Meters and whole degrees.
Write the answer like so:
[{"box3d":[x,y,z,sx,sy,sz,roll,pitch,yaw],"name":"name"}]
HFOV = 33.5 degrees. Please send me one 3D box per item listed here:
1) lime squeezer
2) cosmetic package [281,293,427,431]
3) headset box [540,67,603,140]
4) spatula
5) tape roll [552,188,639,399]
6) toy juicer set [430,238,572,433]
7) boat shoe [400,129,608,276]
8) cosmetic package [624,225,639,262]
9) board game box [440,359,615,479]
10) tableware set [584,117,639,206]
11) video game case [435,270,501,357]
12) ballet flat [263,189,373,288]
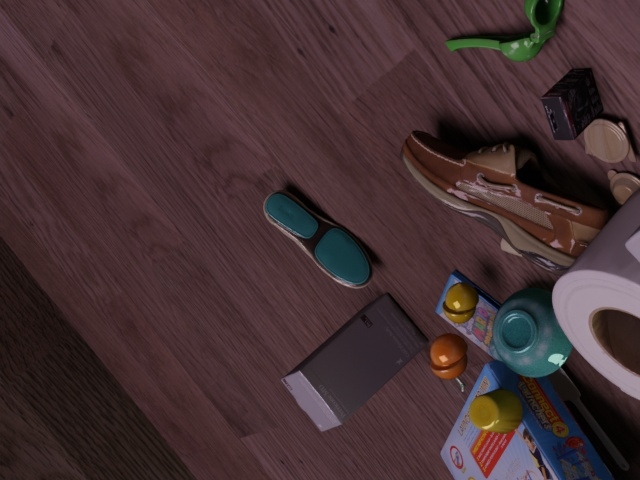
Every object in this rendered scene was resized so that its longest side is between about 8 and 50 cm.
[{"box3d":[0.254,-0.291,1.309,0.310,0.059,0.110,125,132,-60],"name":"lime squeezer"},{"box3d":[0.060,0.219,1.910,0.127,0.238,0.107,50,149,-1],"name":"cosmetic package"},{"box3d":[0.311,-0.167,1.322,0.032,0.083,0.062,6,129,48],"name":"headset box"},{"box3d":[0.398,0.300,1.765,0.242,0.019,0.168,54,141,-7],"name":"spatula"},{"box3d":[0.433,0.073,1.308,0.246,0.169,0.246,37,156,20],"name":"tape roll"},{"box3d":[0.293,0.114,1.611,0.209,0.089,0.329,45,113,33],"name":"toy juicer set"},{"box3d":[0.261,-0.076,1.477,0.324,0.122,0.120,36,114,27],"name":"boat shoe"},{"box3d":[0.573,0.075,1.110,0.453,0.230,0.161,46,149,5],"name":"cosmetic package"},{"box3d":[0.336,0.387,1.724,0.302,0.086,0.308,61,154,31],"name":"board game box"},{"box3d":[0.410,-0.094,1.339,0.168,0.020,0.141,8,130,48],"name":"tableware set"},{"box3d":[0.271,0.135,1.768,0.166,0.015,0.119,39,148,18],"name":"video game case"},{"box3d":[0.000,0.000,1.922,0.248,0.086,0.086,43,149,14],"name":"ballet flat"}]
